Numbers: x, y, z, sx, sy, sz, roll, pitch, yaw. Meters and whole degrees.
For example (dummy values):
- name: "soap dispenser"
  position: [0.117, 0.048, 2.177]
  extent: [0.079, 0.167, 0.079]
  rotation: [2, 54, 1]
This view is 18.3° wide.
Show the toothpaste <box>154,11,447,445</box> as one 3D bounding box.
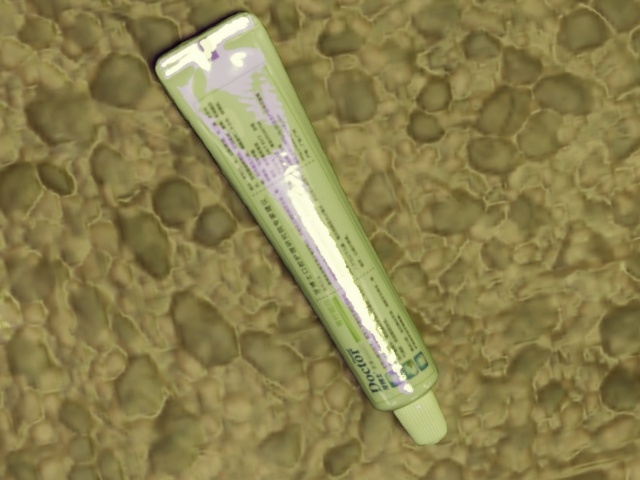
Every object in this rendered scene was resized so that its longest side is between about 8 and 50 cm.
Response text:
- name: "toothpaste"
  position: [0.000, 0.000, 0.816]
  extent: [0.048, 0.029, 0.197]
  rotation: [-31, 100, -2]
